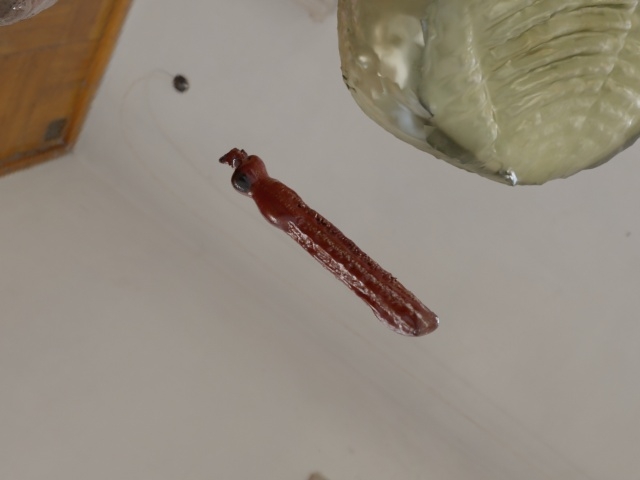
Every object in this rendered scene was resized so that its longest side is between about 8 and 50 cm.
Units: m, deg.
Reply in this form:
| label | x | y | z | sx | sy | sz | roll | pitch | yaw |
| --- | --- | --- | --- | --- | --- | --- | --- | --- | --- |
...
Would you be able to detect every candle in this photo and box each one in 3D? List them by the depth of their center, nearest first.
| label | x | y | z | sx | sy | sz | roll | pitch | yaw |
| --- | --- | --- | --- | --- | --- | --- | --- | --- | --- |
| candle | 0.000 | 0.000 | 0.909 | 0.051 | 0.329 | 0.048 | -41 | 155 | -17 |

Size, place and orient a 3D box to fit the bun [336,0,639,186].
| label | x | y | z | sx | sy | sz | roll | pitch | yaw |
| --- | --- | --- | --- | --- | --- | --- | --- | --- | --- |
| bun | 0.119 | -0.162 | 0.451 | 0.259 | 0.152 | 0.259 | -19 | 130 | -24 |

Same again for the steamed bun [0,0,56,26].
| label | x | y | z | sx | sy | sz | roll | pitch | yaw |
| --- | --- | --- | --- | --- | --- | --- | --- | --- | --- |
| steamed bun | -0.268 | -0.205 | 0.550 | 0.145 | 0.175 | 0.106 | -83 | -174 | -69 |
